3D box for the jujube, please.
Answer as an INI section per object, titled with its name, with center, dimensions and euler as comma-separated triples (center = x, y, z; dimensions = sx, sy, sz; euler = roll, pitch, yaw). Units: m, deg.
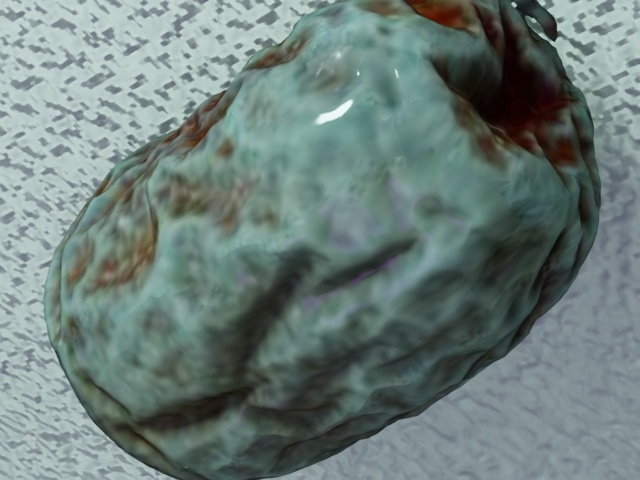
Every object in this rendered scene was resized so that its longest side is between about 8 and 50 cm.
[jujube]
center = 0.000, 0.000, 0.759
dimensions = 0.226, 0.226, 0.317
euler = 44, 123, -12
